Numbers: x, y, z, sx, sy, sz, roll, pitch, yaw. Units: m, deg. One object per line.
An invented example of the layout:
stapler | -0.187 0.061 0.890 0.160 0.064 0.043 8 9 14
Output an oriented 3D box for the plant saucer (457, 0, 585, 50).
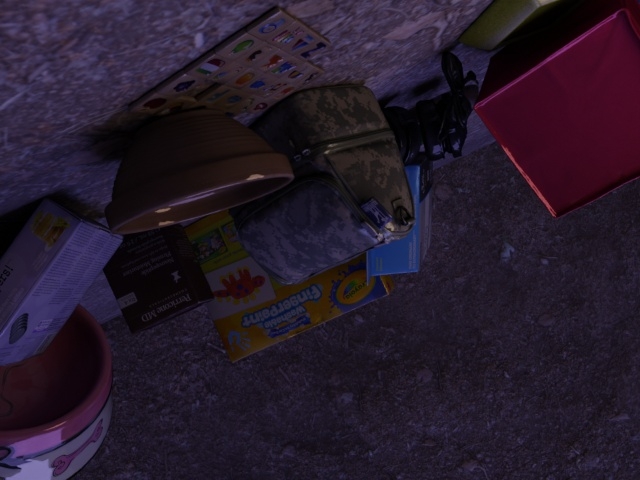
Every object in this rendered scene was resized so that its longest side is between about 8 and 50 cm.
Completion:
plant saucer | 0.333 -0.355 0.882 0.188 0.045 0.188 -24 177 -17

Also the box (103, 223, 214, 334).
box | -0.370 0.080 1.329 0.168 0.203 0.167 -25 177 0

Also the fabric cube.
fabric cube | 0.448 -0.245 0.988 0.259 0.254 0.258 -30 -164 35

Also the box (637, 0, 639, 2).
box | 0.640 -0.494 1.022 0.136 0.037 0.225 -24 176 -6

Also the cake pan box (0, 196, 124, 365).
cake pan box | -0.422 0.069 0.898 0.246 0.070 0.267 -56 -178 -7

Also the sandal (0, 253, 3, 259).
sandal | -0.528 0.062 0.914 0.101 0.076 0.265 -7 164 -15

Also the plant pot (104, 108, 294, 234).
plant pot | -0.159 -0.093 0.731 0.237 0.110 0.237 -17 180 0

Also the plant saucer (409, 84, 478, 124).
plant saucer | 0.260 -0.290 1.464 0.310 0.050 0.310 -24 177 -1

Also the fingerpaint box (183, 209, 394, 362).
fingerpaint box | -0.089 0.051 1.503 0.444 0.371 0.163 -26 177 13

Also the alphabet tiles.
alphabet tiles | -0.083 -0.193 0.699 0.198 0.009 0.237 -26 177 20

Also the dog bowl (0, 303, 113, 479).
dog bowl | -0.553 0.236 1.018 0.408 0.408 0.150 -21 148 -53

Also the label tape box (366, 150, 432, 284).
label tape box | 0.189 -0.063 1.356 0.115 0.249 0.348 3 -164 15

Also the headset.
headset | 0.183 -0.239 1.156 0.243 0.185 0.394 -15 -172 -14

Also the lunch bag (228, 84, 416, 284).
lunch bag | -0.006 -0.078 0.964 0.212 0.256 0.305 -22 176 -45
